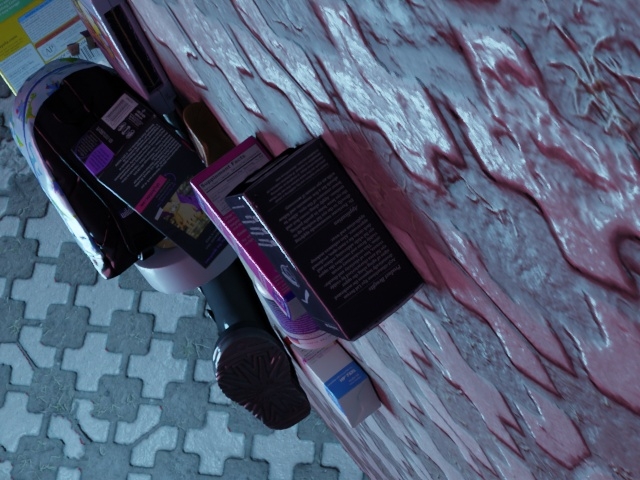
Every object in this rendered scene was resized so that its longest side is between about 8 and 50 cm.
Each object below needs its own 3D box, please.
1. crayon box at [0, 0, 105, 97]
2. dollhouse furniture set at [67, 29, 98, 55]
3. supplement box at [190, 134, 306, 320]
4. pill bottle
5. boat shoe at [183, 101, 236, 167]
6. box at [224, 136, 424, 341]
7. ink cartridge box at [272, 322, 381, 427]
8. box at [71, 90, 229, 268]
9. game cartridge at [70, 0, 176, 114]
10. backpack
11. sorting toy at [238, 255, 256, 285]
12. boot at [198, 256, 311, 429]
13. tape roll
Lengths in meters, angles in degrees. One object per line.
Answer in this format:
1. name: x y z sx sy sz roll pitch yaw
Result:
1. crayon box: -0.571 -0.433 2.077 0.083 0.203 0.323 44 167 42
2. dollhouse furniture set: -0.432 -0.393 1.978 0.114 0.091 0.081 -141 32 -65
3. supplement box: -0.065 -0.016 1.474 0.220 0.114 0.111 52 171 16
4. pill bottle: -0.035 0.068 1.635 0.108 0.108 0.193 43 167 45
5. boat shoe: -0.160 -0.142 1.658 0.152 0.056 0.049 64 173 -9
6. box: 0.000 0.000 1.234 0.207 0.108 0.153 54 170 -9
7. ink cartridge box: 0.011 0.243 2.126 0.231 0.078 0.134 46 168 35
8. box: -0.263 -0.103 1.849 0.270 0.143 0.165 44 177 -36
9. game cartridge: -0.341 -0.350 1.753 0.196 0.060 0.294 50 171 38
10. backpack: -0.405 -0.162 1.979 0.273 0.290 0.355 37 165 44
11. sorting toy: -0.102 0.088 2.212 0.196 0.047 0.347 51 171 35
12. boot: -0.184 0.139 2.288 0.367 0.146 0.445 69 178 -52
13. tape roll: -0.253 0.000 2.081 0.219 0.219 0.072 39 163 55
